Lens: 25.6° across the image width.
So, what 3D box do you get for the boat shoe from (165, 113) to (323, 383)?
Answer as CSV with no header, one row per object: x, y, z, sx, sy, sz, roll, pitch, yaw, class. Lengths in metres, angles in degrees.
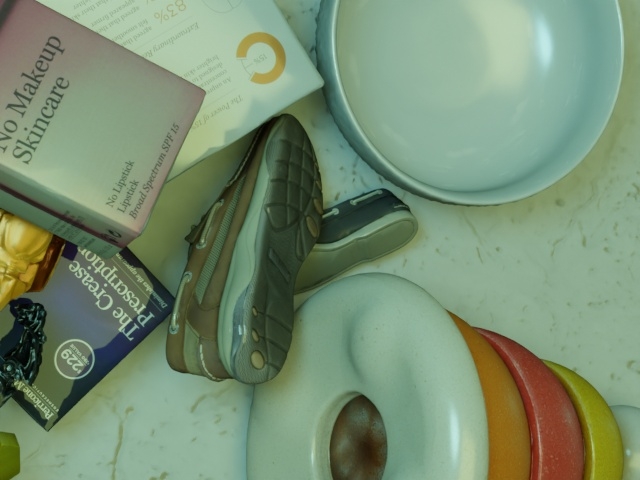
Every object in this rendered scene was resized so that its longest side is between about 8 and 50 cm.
-0.081,0.000,1.404,0.324,0.116,0.123,-75,148,-41,boat shoe

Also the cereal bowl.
0.147,-0.204,1.503,0.339,0.141,0.338,0,91,-17,cereal bowl

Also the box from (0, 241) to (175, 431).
-0.297,0.029,1.386,0.184,0.103,0.261,-44,102,-10,box

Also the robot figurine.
-0.331,0.022,1.278,0.211,0.085,0.291,24,84,-15,robot figurine

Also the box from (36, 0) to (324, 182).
-0.191,-0.238,1.382,0.215,0.168,0.345,-34,99,-15,box

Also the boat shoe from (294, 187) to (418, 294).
0.000,0.000,1.511,0.206,0.075,0.065,-20,53,-11,boat shoe

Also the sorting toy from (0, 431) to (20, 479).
-0.400,0.260,1.284,0.307,0.041,0.229,-36,138,1,sorting toy

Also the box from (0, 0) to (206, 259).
-0.240,-0.105,1.203,0.232,0.127,0.148,27,72,-14,box

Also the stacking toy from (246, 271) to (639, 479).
0.193,0.227,1.484,0.480,0.351,0.350,8,87,-37,stacking toy
